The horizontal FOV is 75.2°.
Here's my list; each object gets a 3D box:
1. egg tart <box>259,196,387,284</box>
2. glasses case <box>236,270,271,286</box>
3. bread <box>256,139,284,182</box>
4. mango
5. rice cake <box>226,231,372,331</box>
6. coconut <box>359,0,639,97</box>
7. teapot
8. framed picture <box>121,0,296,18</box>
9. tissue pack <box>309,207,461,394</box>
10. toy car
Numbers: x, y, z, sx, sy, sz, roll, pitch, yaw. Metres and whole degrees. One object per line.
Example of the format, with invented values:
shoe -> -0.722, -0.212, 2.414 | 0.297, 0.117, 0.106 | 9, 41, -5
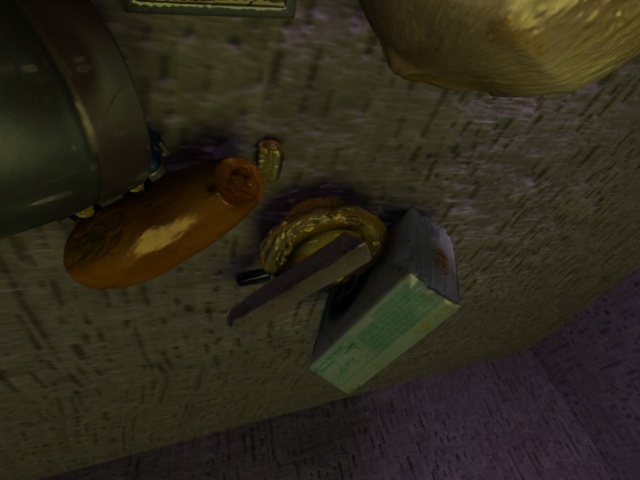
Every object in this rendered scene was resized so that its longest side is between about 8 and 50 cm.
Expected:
egg tart -> 0.000, 0.000, 0.895 | 0.288, 0.118, 0.288 | -15, 147, -10
glasses case -> -0.162, 0.091, 1.010 | 0.083, 0.023, 0.033 | -10, 149, -14
bread -> -0.091, -0.140, 0.729 | 0.049, 0.033, 0.088 | 3, 136, -10
mango -> -0.251, -0.028, 0.673 | 0.359, 0.187, 0.144 | -26, 101, 5
rice cake -> -0.051, 0.091, 0.852 | 0.365, 0.056, 0.073 | -35, 136, 21
coconut -> 0.185, -0.311, 0.376 | 0.346, 0.346, 0.360 | 11, 139, -39
teapot -> -0.376, -0.114, 0.372 | 0.312, 0.315, 0.233 | -34, 141, -35
framed picture -> -0.111, -0.370, 0.422 | 0.217, 0.017, 0.274 | -8, 143, -21
tissue pack -> 0.148, 0.147, 1.015 | 0.162, 0.287, 0.388 | 33, 124, -10
toy car -> -0.317, -0.109, 0.591 | 0.191, 0.097, 0.100 | -26, 139, 6
